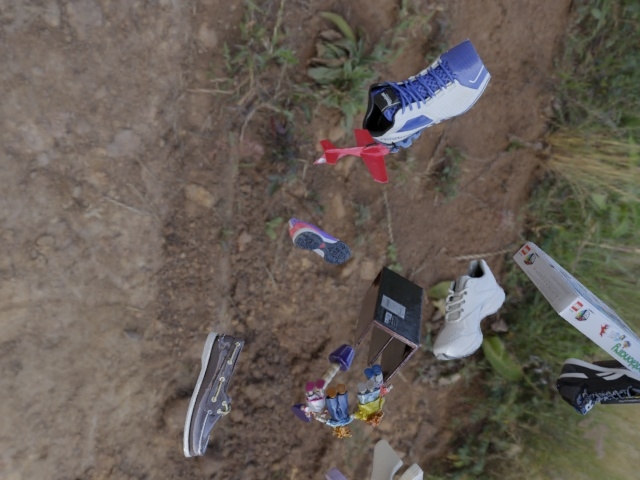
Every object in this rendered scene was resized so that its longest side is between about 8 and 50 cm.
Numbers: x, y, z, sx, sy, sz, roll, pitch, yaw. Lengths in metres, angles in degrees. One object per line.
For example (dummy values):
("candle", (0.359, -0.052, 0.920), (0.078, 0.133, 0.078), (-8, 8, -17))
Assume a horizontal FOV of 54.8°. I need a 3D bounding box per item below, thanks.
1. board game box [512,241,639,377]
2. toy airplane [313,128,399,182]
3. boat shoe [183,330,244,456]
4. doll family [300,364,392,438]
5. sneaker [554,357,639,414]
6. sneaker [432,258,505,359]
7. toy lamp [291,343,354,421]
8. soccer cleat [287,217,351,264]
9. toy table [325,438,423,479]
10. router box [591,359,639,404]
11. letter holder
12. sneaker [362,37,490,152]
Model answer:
("board game box", (0.527, 0.140, 1.216), (0.053, 0.305, 0.193), (-47, -153, 17))
("toy airplane", (0.062, -0.152, 1.055), (0.028, 0.151, 0.151), (89, 16, -46))
("boat shoe", (-0.276, 0.399, 1.606), (0.116, 0.097, 0.324), (95, 4, -63))
("doll family", (0.080, 0.458, 1.680), (0.118, 0.263, 0.163), (-108, -173, -57))
("sneaker", (0.661, 0.361, 1.445), (0.079, 0.217, 0.121), (51, 61, -36))
("sneaker", (0.328, 0.159, 1.436), (0.297, 0.111, 0.129), (-49, 121, -43))
("toy lamp", (0.015, 0.438, 1.934), (0.274, 0.080, 0.080), (-47, 153, -31))
("soccer cleat", (0.000, 0.000, 2.408), (0.318, 0.116, 0.108), (24, 116, -44))
("toy table", (0.155, 0.585, 1.374), (0.161, 0.274, 0.252), (-33, 157, -16))
("router box", (0.952, 0.439, 1.923), (0.046, 0.179, 0.133), (-20, 96, -54))
("letter holder", (0.186, 0.261, 1.863), (0.214, 0.152, 0.302), (-58, -175, 29))
("sneaker", (0.214, -0.313, 1.369), (0.315, 0.127, 0.182), (-37, 163, 26))
